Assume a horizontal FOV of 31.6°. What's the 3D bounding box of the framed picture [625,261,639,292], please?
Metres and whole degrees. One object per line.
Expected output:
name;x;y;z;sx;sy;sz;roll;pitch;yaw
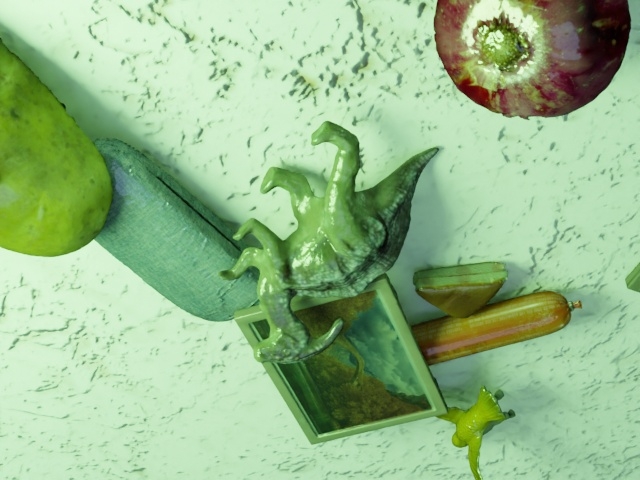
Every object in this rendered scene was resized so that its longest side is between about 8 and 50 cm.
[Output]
framed picture;0.510;-0.018;1.263;0.211;0.020;0.289;18;128;-17

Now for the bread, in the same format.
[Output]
bread;0.163;0.060;1.308;0.109;0.043;0.062;-8;129;4

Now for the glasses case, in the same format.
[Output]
glasses case;-0.170;-0.004;1.230;0.109;0.067;0.282;-29;128;26

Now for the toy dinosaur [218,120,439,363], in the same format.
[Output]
toy dinosaur;-0.002;-0.002;1.198;0.162;0.077;0.294;33;111;-17

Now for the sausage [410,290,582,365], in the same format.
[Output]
sausage;0.141;0.120;1.354;0.348;0.053;0.053;-16;130;14

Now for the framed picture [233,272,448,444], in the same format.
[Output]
framed picture;0.030;0.146;1.327;0.184;0.016;0.250;-14;131;13

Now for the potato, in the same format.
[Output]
potato;-0.328;-0.080;1.093;0.160;0.111;0.271;-29;111;26

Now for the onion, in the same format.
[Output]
onion;0.189;-0.196;1.016;0.177;0.153;0.177;7;136;7

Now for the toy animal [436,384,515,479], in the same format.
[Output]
toy animal;0.205;0.238;1.442;0.095;0.219;0.155;-39;161;9
